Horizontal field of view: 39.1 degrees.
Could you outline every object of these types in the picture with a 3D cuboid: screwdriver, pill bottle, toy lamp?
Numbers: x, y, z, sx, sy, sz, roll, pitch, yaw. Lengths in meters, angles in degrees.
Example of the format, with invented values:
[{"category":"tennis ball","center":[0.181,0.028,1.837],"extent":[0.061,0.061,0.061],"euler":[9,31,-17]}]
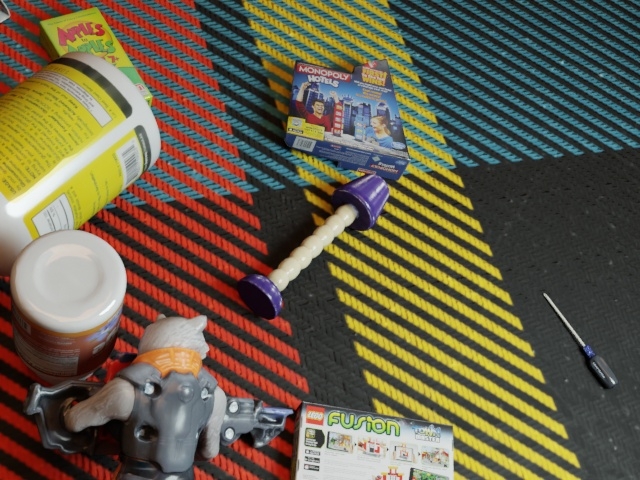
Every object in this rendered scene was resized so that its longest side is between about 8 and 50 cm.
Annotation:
[{"category":"screwdriver","center":[0.382,0.144,1.330],"extent":[0.024,0.025,0.170],"euler":[-21,70,-27]},{"category":"pill bottle","center":[-0.375,-0.078,1.125],"extent":[0.188,0.188,0.334],"euler":[39,57,7]},{"category":"toy lamp","center":[0.000,0.000,1.265],"extent":[0.080,0.080,0.275],"euler":[41,60,9]},{"category":"pill bottle","center":[-0.291,0.088,1.038],"extent":[0.121,0.216,0.121],"euler":[7,60,-13]}]

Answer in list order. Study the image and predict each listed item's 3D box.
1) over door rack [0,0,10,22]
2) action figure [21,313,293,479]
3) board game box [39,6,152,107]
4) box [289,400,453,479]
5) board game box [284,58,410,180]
[{"category":"over door rack","center":[-0.642,-0.350,1.249],"extent":[0.239,0.108,0.324],"euler":[44,58,9]},{"category":"action figure","center":[-0.135,0.241,0.993],"extent":[0.341,0.178,0.330],"euler":[2,78,-38]},{"category":"board game box","center":[-0.332,-0.254,1.327],"extent":[0.092,0.043,0.181],"euler":[-24,70,-27]},{"category":"box","center":[0.068,0.278,1.146],"extent":[0.207,0.036,0.114],"euler":[12,58,-11]},{"category":"board game box","center":[0.044,-0.206,1.407],"extent":[0.194,0.060,0.194],"euler":[12,57,-10]}]
